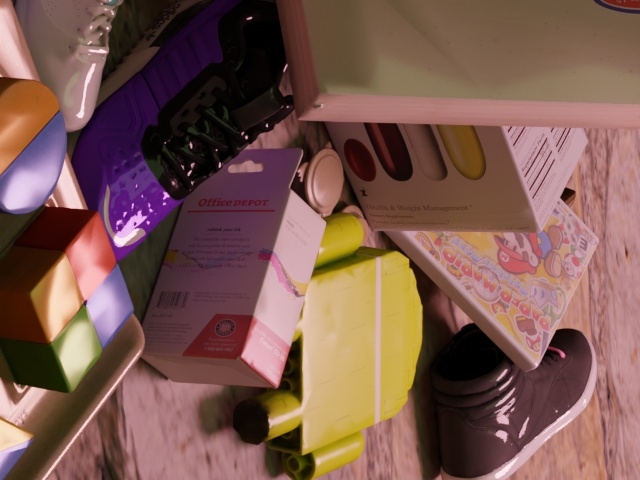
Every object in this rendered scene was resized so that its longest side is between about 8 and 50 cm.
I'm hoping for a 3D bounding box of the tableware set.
[{"bbox_3d":[0.000,0.000,1.742,0.141,0.020,0.169,-60,141,-30],"label":"tableware set"}]

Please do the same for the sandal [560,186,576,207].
[{"bbox_3d":[0.241,-0.028,2.083,0.180,0.072,0.049,-25,133,-59],"label":"sandal"}]

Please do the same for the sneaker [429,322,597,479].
[{"bbox_3d":[0.218,0.138,2.003,0.296,0.104,0.147,-40,128,-44],"label":"sneaker"}]

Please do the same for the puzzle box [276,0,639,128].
[{"bbox_3d":[0.152,-0.226,1.557,0.409,0.052,0.272,1,66,-24],"label":"puzzle box"}]

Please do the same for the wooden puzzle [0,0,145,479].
[{"bbox_3d":[-0.239,0.032,1.195,0.322,0.080,0.348,-55,136,-41],"label":"wooden puzzle"}]

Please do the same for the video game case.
[{"bbox_3d":[0.186,-0.007,1.937,0.227,0.026,0.206,45,50,-15],"label":"video game case"}]

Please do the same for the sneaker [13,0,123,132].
[{"bbox_3d":[-0.178,-0.189,1.397,0.080,0.094,0.212,2,89,-58],"label":"sneaker"}]

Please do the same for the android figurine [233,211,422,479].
[{"bbox_3d":[0.013,0.098,1.713,0.273,0.056,0.248,-19,112,-53],"label":"android figurine"}]

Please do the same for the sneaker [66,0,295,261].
[{"bbox_3d":[-0.101,-0.101,1.470,0.102,0.146,0.293,61,43,-38],"label":"sneaker"}]

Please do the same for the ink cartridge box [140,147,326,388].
[{"bbox_3d":[-0.070,0.021,1.548,0.067,0.115,0.198,43,56,-48],"label":"ink cartridge box"}]

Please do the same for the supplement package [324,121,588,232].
[{"bbox_3d":[0.124,-0.129,1.771,0.149,0.194,0.203,-59,136,-40],"label":"supplement package"}]
